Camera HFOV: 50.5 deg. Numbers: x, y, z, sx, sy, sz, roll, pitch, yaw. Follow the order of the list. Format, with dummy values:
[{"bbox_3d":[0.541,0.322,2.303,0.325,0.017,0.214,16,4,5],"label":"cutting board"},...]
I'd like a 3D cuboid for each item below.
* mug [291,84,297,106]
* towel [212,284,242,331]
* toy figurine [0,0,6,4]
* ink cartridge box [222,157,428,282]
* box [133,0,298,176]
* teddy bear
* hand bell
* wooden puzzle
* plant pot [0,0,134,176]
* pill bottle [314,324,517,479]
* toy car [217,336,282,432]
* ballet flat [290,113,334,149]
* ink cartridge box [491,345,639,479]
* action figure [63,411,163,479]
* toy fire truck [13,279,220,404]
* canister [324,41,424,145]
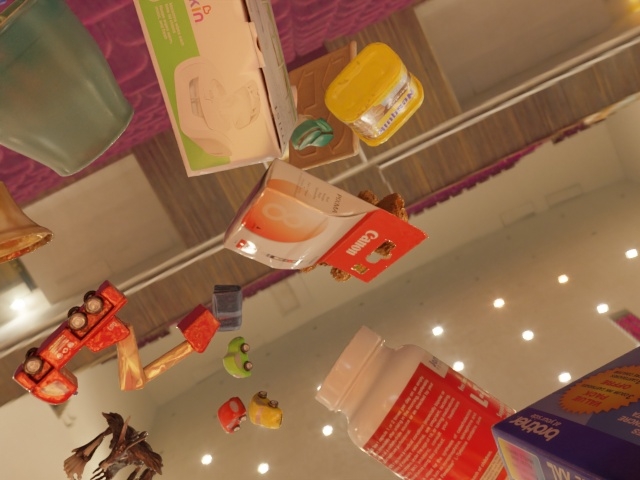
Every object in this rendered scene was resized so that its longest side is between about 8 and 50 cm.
[{"bbox_3d":[-0.093,-0.335,1.613,0.064,0.062,0.078,-3,176,-11],"label":"mug"},{"bbox_3d":[-0.208,0.153,1.515,0.067,0.119,0.029,-1,-147,-9],"label":"towel"},{"bbox_3d":[-0.689,-0.552,1.413,0.362,0.217,0.191,-4,-164,36],"label":"toy figurine"},{"bbox_3d":[0.000,0.000,0.722,0.145,0.179,0.045,-45,-159,55],"label":"ink cartridge box"},{"bbox_3d":[-0.119,-0.240,0.847,0.127,0.262,0.231,-11,-159,8],"label":"box"},{"bbox_3d":[0.082,-0.008,1.685,0.338,0.113,0.245,-26,-145,26],"label":"teddy bear"},{"bbox_3d":[-0.415,-0.094,0.781,0.126,0.242,0.126,-23,179,-1],"label":"hand bell"},{"bbox_3d":[0.018,-0.376,1.990,0.080,0.322,0.348,4,171,-35],"label":"wooden puzzle"},{"bbox_3d":[-0.475,-0.257,1.166,0.271,0.255,0.272,-27,-146,20],"label":"plant pot"},{"bbox_3d":[0.202,0.347,1.298,0.229,0.407,0.229,-54,171,-12],"label":"pill bottle"},{"bbox_3d":[-0.191,0.341,1.599,0.053,0.225,0.239,-4,169,-42],"label":"toy car"},{"bbox_3d":[-0.037,-0.284,1.755,0.083,0.087,0.247,-43,175,19],"label":"ballet flat"},{"bbox_3d":[0.356,0.210,0.646,0.395,0.151,0.270,-25,-176,-14],"label":"ink cartridge box"},{"bbox_3d":[-0.380,0.429,1.278,0.141,0.164,0.276,-47,167,-35],"label":"action figure"},{"bbox_3d":[-0.222,0.120,0.755,0.192,0.135,0.047,-47,-162,-11],"label":"toy fire truck"},{"bbox_3d":[0.082,-0.212,1.001,0.126,0.073,0.170,-45,166,12],"label":"canister"}]
